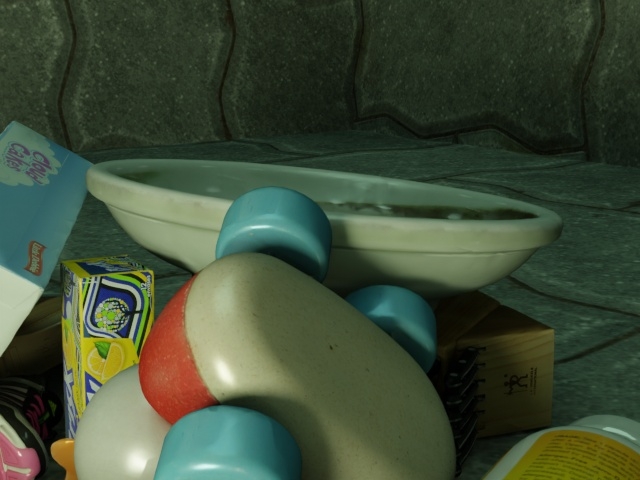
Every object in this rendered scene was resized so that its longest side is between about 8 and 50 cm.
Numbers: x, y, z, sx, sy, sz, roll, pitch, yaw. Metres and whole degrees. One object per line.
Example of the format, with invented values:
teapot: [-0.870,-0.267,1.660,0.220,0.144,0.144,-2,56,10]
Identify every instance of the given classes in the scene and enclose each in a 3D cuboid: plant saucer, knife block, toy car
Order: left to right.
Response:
toy car: [-0.061,0.131,0.617,0.238,0.210,0.219,-33,30,30]
plant saucer: [0.000,0.000,0.843,0.400,0.100,0.400,6,7,-1]
knife block: [0.061,0.111,0.831,0.242,0.088,0.276,-4,13,-18]

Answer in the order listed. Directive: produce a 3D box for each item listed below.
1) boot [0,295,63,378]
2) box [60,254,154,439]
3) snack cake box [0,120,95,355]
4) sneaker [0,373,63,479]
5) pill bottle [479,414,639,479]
boot: [-0.345,0.110,0.943,0.248,0.090,0.207,-13,5,-40]
box: [-0.152,0.099,0.703,0.054,0.169,0.059,-6,13,-28]
snack cake box: [-0.265,0.020,0.763,0.089,0.152,0.264,31,16,-16]
sneaker: [-0.235,0.140,0.768,0.075,0.063,0.170,-15,13,-29]
pill bottle: [0.125,0.166,0.504,0.117,0.117,0.208,6,14,29]
